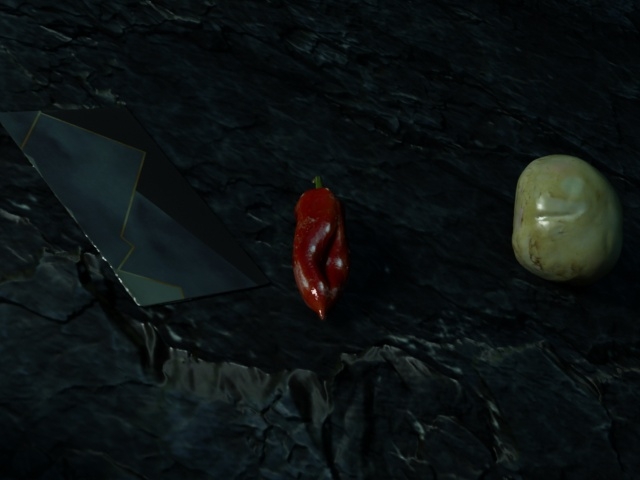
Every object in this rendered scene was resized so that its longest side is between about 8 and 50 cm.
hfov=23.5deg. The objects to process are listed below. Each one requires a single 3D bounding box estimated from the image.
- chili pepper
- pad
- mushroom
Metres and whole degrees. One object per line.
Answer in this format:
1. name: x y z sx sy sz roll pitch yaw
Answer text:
1. chili pepper: 0.000 -0.001 1.420 0.059 0.050 0.191 36 34 -32
2. pad: -0.166 -0.037 1.357 0.163 0.004 0.243 -9 52 -50
3. mushroom: 0.262 -0.020 1.641 0.148 0.112 0.148 9 75 -33
